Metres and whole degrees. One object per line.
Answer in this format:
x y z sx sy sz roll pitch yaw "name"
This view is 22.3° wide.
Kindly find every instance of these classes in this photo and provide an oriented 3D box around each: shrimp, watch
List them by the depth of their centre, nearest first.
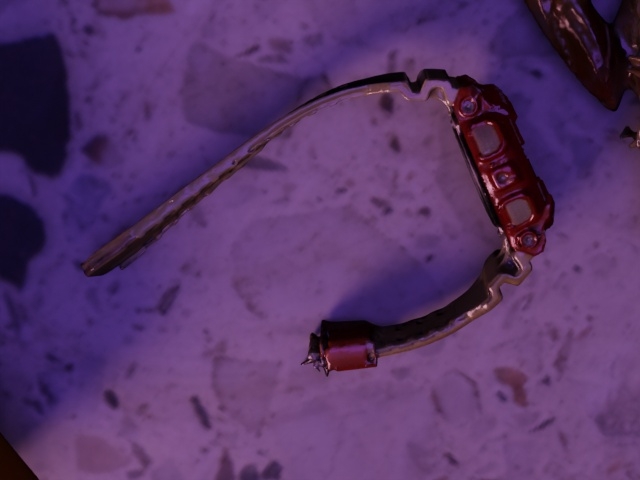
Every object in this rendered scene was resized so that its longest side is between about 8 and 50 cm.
0.009 0.001 0.981 0.268 0.102 0.165 -33 98 8 "watch"
0.186 -0.139 0.987 0.152 0.063 0.287 2 92 -2 "shrimp"

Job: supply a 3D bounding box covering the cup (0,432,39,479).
-0.277 0.078 0.910 0.182 0.226 0.264 -26 112 31 "cup"
